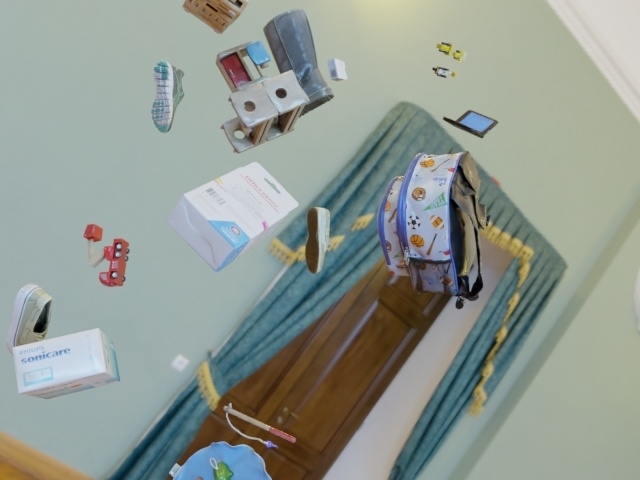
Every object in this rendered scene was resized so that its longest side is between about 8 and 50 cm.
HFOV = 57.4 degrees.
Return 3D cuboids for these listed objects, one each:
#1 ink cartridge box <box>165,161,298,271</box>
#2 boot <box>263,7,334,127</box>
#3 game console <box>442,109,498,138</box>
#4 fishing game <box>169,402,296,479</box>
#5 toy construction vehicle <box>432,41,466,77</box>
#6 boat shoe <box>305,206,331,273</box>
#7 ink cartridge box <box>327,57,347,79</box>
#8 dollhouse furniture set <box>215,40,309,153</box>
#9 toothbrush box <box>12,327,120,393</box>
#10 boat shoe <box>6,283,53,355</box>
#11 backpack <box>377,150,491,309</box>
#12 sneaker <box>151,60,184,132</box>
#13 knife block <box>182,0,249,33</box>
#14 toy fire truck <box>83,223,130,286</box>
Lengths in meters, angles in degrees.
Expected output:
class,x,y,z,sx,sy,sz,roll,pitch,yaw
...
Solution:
class,x,y,z,sx,sy,sz,roll,pitch,yaw
ink cartridge box,-0.122,-0.041,0.858,0.104,0.061,0.181,45,35,4
boot,-0.081,-0.364,1.243,0.076,0.190,0.208,-1,67,-81
game console,0.450,-0.362,1.758,0.107,0.071,0.122,15,16,-45
fishing game,-0.148,0.363,0.797,0.189,0.264,0.041,13,-23,36
toy construction vehicle,0.327,-0.467,1.512,0.098,0.085,0.035,-2,29,-35
boat shoe,0.000,0.000,1.181,0.045,0.135,0.050,-4,12,-38
ink cartridge box,0.055,-0.545,1.875,0.115,0.029,0.062,-32,111,-69
dollhouse furniture set,-0.133,-0.279,1.055,0.183,0.129,0.129,61,-20,5
toothbrush box,-0.696,0.349,1.630,0.295,0.217,0.126,121,-45,-68
boat shoe,-0.896,0.272,1.810,0.094,0.302,0.109,29,33,12
backpack,0.236,-0.048,1.196,0.213,0.276,0.263,5,-45,18
sneaker,-0.356,-0.340,1.397,0.065,0.166,0.076,14,12,30
knife block,-0.144,-0.503,1.042,0.088,0.242,0.276,30,-2,-21
toy fire truck,-0.633,0.044,1.712,0.135,0.191,0.047,-3,-21,13
